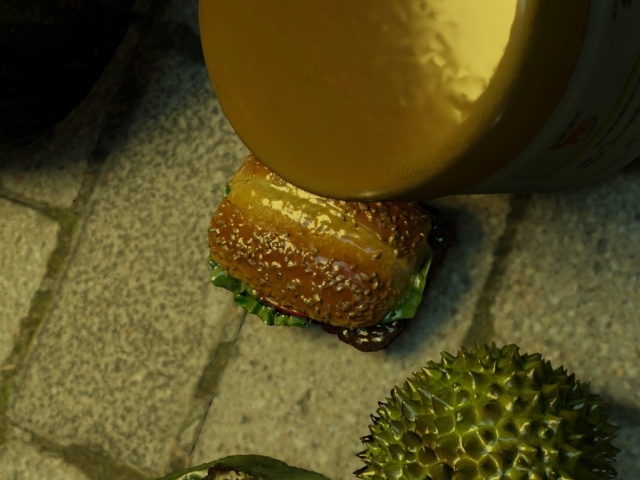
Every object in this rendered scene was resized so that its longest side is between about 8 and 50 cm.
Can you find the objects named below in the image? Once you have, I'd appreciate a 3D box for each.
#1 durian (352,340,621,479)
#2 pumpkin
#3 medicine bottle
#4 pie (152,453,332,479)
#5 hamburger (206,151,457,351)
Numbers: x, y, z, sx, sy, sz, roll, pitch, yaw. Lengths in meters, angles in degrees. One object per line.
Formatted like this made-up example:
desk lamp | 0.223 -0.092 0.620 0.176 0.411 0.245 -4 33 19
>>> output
durian | 0.095 0.153 0.812 0.159 0.146 0.198 8 59 17
pumpkin | -0.257 -0.208 0.981 0.320 0.192 0.320 -17 67 46
medicine bottle | 0.085 -0.144 0.822 0.238 0.232 0.237 3 95 39
pie | -0.071 0.288 0.876 0.323 0.070 0.323 -5 72 16
hamburger | 0.000 0.000 0.924 0.166 0.087 0.137 28 85 22
